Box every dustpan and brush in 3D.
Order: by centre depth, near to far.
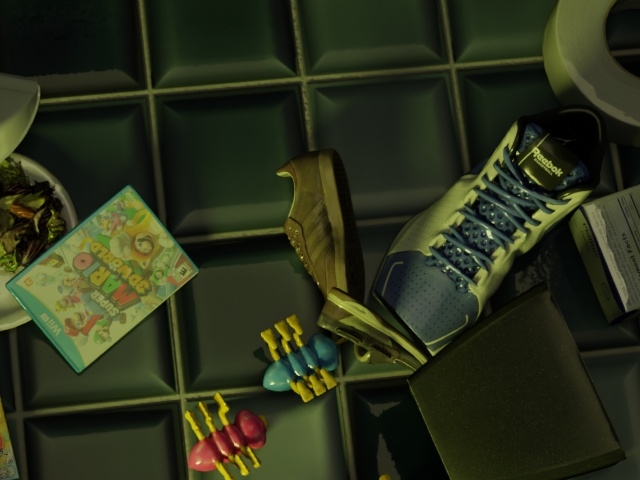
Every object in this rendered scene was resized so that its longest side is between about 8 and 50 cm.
[{"bbox_3d":[-0.387,-0.088,1.794,0.147,0.060,0.211,10,46,10],"label":"dustpan and brush"}]

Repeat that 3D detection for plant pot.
[{"bbox_3d":[0.188,0.167,1.748,0.167,0.187,0.188,-23,79,1],"label":"plant pot"}]

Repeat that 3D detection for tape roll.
[{"bbox_3d":[0.357,-0.215,1.908,0.219,0.072,0.219,1,76,-6],"label":"tape roll"}]

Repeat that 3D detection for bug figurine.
[{"bbox_3d":[-0.014,0.226,1.759,0.216,0.072,0.279,-24,74,-17],"label":"bug figurine"}]

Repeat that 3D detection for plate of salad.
[{"bbox_3d":[-0.350,-0.004,1.799,0.200,0.048,0.200,1,75,-5],"label":"plate of salad"}]

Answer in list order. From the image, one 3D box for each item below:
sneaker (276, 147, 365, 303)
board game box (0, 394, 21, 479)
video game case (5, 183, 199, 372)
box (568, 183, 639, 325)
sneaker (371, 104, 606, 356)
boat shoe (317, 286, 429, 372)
[{"bbox_3d":[0.000,0.000,1.834,0.071,0.066,0.188,-11,79,19],"label":"sneaker"},{"bbox_3d":[-0.372,0.181,1.761,0.103,0.026,0.154,-15,78,-9],"label":"board game box"},{"bbox_3d":[-0.225,0.039,1.800,0.166,0.015,0.119,-41,101,-13],"label":"video game case"},{"bbox_3d":[0.353,0.006,1.852,0.137,0.072,0.126,-18,79,-10],"label":"box"},{"bbox_3d":[0.185,-0.040,1.791,0.127,0.182,0.315,43,76,7],"label":"sneaker"},{"bbox_3d":[0.053,0.102,1.786,0.152,0.056,0.049,38,89,-31],"label":"boat shoe"}]
